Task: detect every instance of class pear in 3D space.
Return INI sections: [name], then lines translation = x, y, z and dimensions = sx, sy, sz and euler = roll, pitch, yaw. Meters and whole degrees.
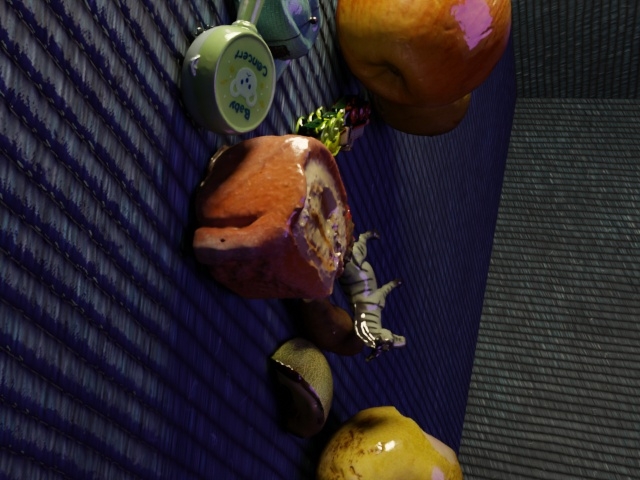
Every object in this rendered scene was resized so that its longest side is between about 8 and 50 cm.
[pear]
translation = 0.114, 0.406, 1.283
dimensions = 0.271, 0.271, 0.271
euler = 5, 90, -70

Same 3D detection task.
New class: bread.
[bread]
translation = -0.046, -0.018, 0.925
dimensions = 0.244, 0.123, 0.190
euler = 54, 44, -62

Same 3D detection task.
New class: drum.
[drum]
translation = -0.091, -0.239, 0.811
dimensions = 0.130, 0.049, 0.253
euler = -7, 106, -57

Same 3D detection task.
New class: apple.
[apple]
translation = 0.155, -0.341, 1.189
dimensions = 0.233, 0.286, 0.286
euler = -59, 152, -17

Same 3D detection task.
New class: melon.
[melon]
translation = -0.014, 0.209, 1.121
dimensions = 0.128, 0.079, 0.160
euler = -60, 148, -46

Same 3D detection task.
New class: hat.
[hat]
translation = -0.042, -0.278, 0.932
dimensions = 0.191, 0.078, 0.138
euler = 70, 37, -48

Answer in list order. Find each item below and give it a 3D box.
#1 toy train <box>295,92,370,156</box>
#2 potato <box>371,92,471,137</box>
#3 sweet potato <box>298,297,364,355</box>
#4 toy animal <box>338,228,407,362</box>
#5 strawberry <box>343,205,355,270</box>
[toy train]
translation = 0.022, -0.171, 1.174
dimensions = 0.249, 0.053, 0.085
euler = -43, 142, -61
[potato]
translation = 0.167, -0.274, 1.396
dimensions = 0.158, 0.178, 0.203
euler = -35, 143, -44
[sweet potato]
translation = 0.003, 0.124, 1.164
dimensions = 0.244, 0.077, 0.077
euler = 46, 52, -58
[toy animal]
translation = 0.065, 0.071, 1.205
dimensions = 0.217, 0.073, 0.176
euler = 60, 26, -10
[strawberry]
translation = 0.000, 0.000, 1.104
dimensions = 0.145, 0.086, 0.145
euler = 3, 90, -70
